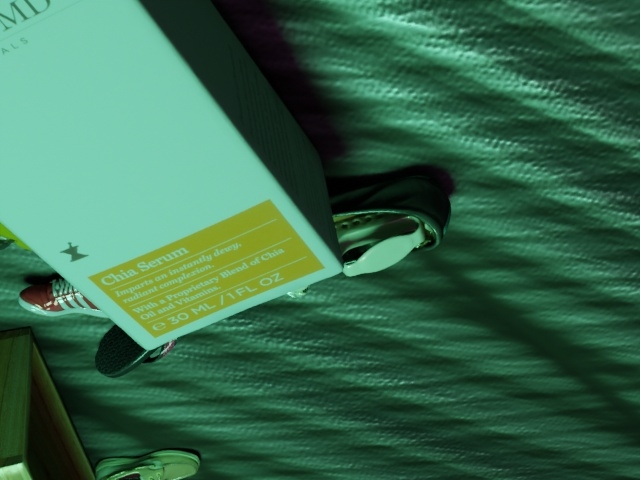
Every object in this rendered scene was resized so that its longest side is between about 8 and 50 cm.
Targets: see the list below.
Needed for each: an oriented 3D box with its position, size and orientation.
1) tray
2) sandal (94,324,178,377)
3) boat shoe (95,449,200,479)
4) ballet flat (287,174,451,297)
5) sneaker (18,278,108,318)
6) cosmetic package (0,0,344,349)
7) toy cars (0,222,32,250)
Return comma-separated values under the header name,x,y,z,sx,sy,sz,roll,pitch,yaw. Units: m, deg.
name,x,y,z,sx,sy,sz,roll,pitch,yaw
tray,-0.321,0.321,1.413,0.076,0.203,0.411,-13,131,0
sandal,-0.182,0.106,1.337,0.179,0.067,0.040,-33,138,18
boat shoe,-0.221,0.302,1.513,0.135,0.045,0.050,-9,131,2
ballet flat,0.000,0.000,1.240,0.280,0.096,0.095,-16,132,8
sneaker,-0.267,0.050,1.292,0.118,0.042,0.067,4,135,-19
cosmetic package,-0.176,-0.104,1.038,0.230,0.162,0.453,-23,140,14
toy cars,-0.442,-0.054,1.158,0.393,0.087,0.176,-4,147,3
